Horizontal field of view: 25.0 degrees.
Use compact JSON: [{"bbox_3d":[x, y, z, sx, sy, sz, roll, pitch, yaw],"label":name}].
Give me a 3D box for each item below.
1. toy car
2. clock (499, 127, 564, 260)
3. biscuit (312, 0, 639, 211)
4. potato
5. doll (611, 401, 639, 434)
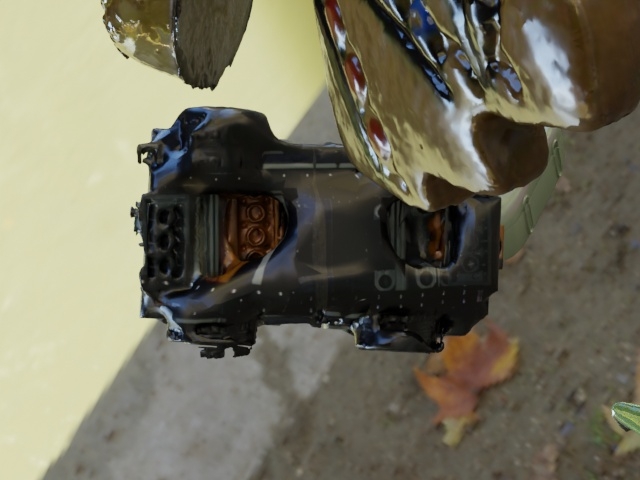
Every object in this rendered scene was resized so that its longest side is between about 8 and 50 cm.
[{"bbox_3d":[0.001,0.000,1.146,0.118,0.301,0.193,162,111,-77],"label":"toy car"},{"bbox_3d":[0.183,-0.106,2.146,0.324,0.108,0.265,11,51,29],"label":"clock"},{"bbox_3d":[0.041,-0.115,0.626,0.301,0.043,0.278,103,148,-55],"label":"biscuit"},{"bbox_3d":[-0.242,-0.371,1.827,0.296,0.290,0.397,11,58,13],"label":"potato"},{"bbox_3d":[0.461,0.165,1.546,0.236,0.213,0.213,-51,37,12],"label":"doll"}]
